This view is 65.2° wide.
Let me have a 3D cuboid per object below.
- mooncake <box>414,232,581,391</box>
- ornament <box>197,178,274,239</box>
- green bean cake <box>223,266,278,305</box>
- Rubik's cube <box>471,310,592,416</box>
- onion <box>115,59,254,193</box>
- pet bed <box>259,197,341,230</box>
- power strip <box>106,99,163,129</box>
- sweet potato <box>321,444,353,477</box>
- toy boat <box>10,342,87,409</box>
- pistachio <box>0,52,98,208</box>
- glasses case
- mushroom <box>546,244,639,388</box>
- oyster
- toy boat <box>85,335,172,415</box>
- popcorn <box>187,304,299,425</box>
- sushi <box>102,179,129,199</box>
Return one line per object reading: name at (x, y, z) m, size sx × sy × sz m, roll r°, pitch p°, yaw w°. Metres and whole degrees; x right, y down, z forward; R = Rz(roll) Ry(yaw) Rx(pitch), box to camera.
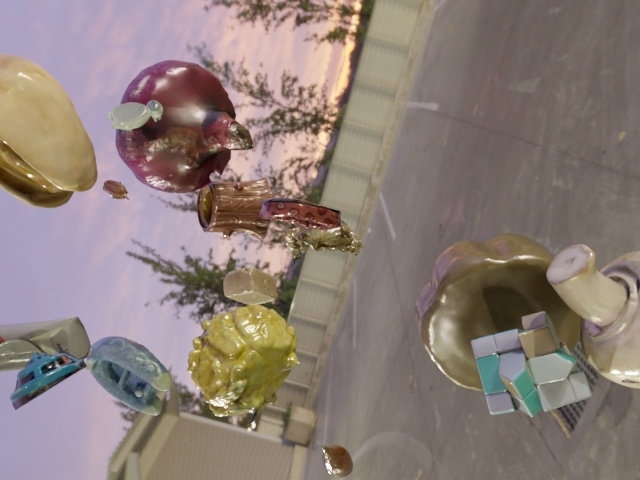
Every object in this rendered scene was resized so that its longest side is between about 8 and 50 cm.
mooncake at (0.515, 0.208, 1.493) m, size 0.262 × 0.466 × 0.468 m, roll -83°, pitch 8°, yaw -69°
ornament at (-0.307, -0.111, 1.763) m, size 0.235 × 0.217 × 0.222 m, roll -11°, pitch 82°, yaw 55°
green bean cake at (-0.224, 0.151, 1.624) m, size 0.179 × 0.109 × 0.085 m, roll 35°, pitch -136°, yaw -60°
Rubik's cube at (0.500, 0.295, 1.193) m, size 0.265 × 0.212 × 0.225 m, roll 15°, pitch -121°, yaw -52°
onion at (-0.378, -0.324, 1.471) m, size 0.398 × 0.420 × 0.399 m, roll -18°, pitch -65°, yaw -43°
pet bed at (-0.045, -0.062, 1.169) m, size 0.201 × 0.201 × 0.054 m, roll 110°, pitch 168°, yaw -86°
power strip at (-0.287, -0.193, 0.782) m, size 0.055 × 0.083 × 0.035 m, roll 55°, pitch 156°, yaw 27°
sweet potato at (0.022, 0.370, 0.855) m, size 0.117 × 0.049 × 0.049 m, roll 63°, pitch -147°, yaw -46°
toy boat at (-0.577, 0.269, 1.047) m, size 0.134 × 0.092 × 0.299 m, roll -29°, pitch 0°, yaw -25°
pistachio at (-0.601, -0.224, 1.026) m, size 0.321 × 0.229 × 0.238 m, roll 62°, pitch -153°, yaw -8°
glasses case at (-0.758, 0.268, 1.273) m, size 0.083 × 0.307 × 0.129 m, roll -124°, pitch 33°, yaw -63°
mushroom at (0.716, 0.145, 1.131) m, size 0.315 × 0.314 × 0.357 m, roll -76°, pitch -32°, yaw -78°
oyster at (-0.006, -0.002, 1.653) m, size 0.336 × 0.197 × 0.133 m, roll -11°, pitch -81°, yaw -49°
toy boat at (-0.661, 0.456, 1.686) m, size 0.215 × 0.329 × 0.123 m, roll -62°, pitch -14°, yaw 26°
popcorn at (-0.158, 0.262, 1.070) m, size 0.225 × 0.249 × 0.250 m, roll 48°, pitch 130°, yaw 47°
sushi at (-0.744, -0.181, 1.822) m, size 0.061 × 0.118 × 0.060 m, roll -39°, pitch -25°, yaw -29°
